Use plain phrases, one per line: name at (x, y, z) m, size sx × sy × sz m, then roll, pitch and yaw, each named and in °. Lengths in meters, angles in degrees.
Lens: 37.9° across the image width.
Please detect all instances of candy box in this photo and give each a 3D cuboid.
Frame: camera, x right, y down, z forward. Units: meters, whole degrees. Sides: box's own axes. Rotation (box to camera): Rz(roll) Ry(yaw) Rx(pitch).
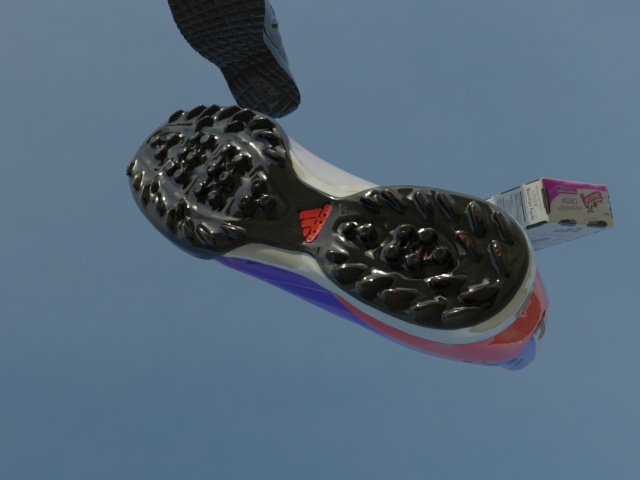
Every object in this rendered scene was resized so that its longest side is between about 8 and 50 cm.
candy box at (0.307, -0.027, 1.437) m, size 0.159 × 0.233 × 0.071 m, roll 3°, pitch -105°, yaw -39°

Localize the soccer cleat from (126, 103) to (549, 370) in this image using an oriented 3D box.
soccer cleat at (0.000, 0.000, 0.608) m, size 0.109 × 0.318 × 0.116 m, roll -58°, pitch -36°, yaw -15°

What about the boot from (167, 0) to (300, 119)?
boot at (-0.130, -0.333, 1.240) m, size 0.118 × 0.223 × 0.338 m, roll -17°, pitch -35°, yaw 3°
